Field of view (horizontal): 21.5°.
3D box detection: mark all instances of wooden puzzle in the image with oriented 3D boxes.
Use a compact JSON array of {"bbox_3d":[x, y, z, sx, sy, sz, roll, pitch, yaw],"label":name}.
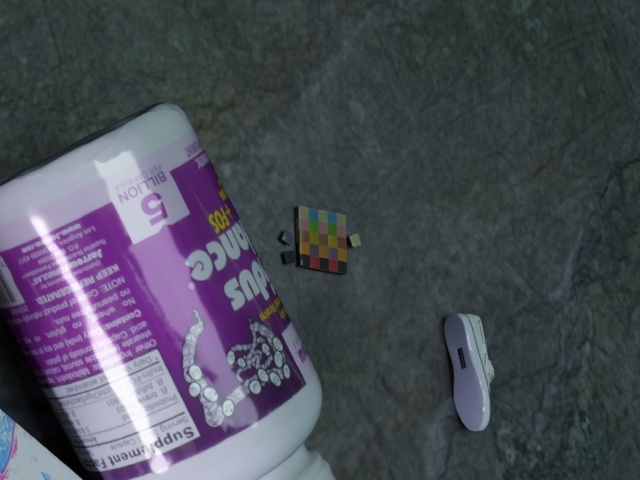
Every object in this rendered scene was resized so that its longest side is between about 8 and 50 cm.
[{"bbox_3d":[0.000,0.000,1.337,0.083,0.006,0.049,11,71,-40],"label":"wooden puzzle"}]

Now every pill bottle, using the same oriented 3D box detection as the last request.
[{"bbox_3d":[-0.101,0.075,1.114,0.169,0.169,0.301,-34,102,-42],"label":"pill bottle"}]

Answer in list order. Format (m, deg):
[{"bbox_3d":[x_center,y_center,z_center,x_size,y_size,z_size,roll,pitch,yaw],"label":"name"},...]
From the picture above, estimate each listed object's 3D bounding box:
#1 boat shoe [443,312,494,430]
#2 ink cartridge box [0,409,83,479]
[{"bbox_3d":[0.130,0.109,1.407,0.035,0.035,0.100,0,72,-39],"label":"boat shoe"},{"bbox_3d":[-0.243,0.160,1.023,0.231,0.078,0.134,45,52,-23],"label":"ink cartridge box"}]
